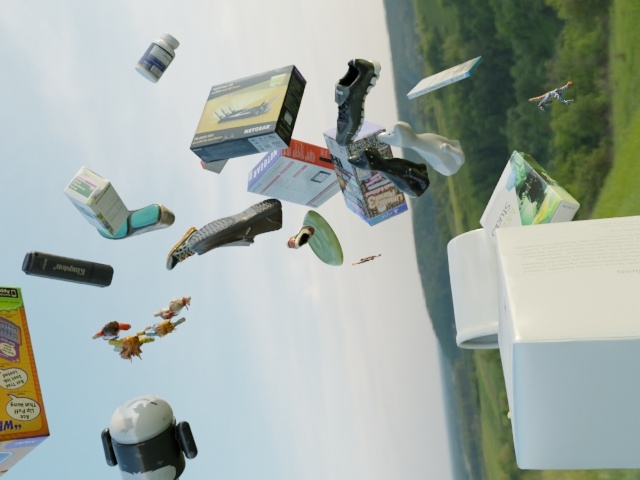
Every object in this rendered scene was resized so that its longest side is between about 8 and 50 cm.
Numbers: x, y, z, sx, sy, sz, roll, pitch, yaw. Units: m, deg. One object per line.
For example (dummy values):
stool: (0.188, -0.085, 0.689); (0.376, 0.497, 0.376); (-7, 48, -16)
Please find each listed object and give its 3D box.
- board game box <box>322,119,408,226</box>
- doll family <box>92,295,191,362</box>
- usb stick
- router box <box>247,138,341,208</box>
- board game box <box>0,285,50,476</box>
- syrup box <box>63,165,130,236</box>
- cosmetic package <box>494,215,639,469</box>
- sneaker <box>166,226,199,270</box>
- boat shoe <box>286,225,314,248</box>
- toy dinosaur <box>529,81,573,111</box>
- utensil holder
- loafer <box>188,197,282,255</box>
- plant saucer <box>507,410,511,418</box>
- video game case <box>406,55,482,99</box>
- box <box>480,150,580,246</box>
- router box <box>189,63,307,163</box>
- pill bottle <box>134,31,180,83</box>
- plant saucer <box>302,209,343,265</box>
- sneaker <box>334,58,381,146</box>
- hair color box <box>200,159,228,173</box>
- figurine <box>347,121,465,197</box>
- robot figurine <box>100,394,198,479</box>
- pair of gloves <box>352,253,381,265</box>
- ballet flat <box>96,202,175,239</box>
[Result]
board game box: (0.146, -0.230, 2.044); (0.232, 0.141, 0.291); (-134, 22, -63)
doll family: (-0.439, 0.235, 1.586); (0.118, 0.263, 0.163); (67, 155, 5)
usb stick: (-0.765, 0.090, 1.897); (0.278, 0.045, 0.077); (17, -90, -46)
router box: (-0.070, -0.240, 2.281); (0.335, 0.301, 0.082); (-32, 50, 57)
board game box: (-0.835, 0.322, 1.261); (0.356, 0.356, 0.356); (12, -134, -52)
syrup box: (-0.634, -0.106, 1.773); (0.096, 0.093, 0.237); (-60, -7, -18)
cosmetic package: (0.533, 0.191, 1.239); (0.393, 0.327, 0.329); (-74, -24, -58)
sneaker: (-0.563, 0.042, 2.576); (0.215, 0.083, 0.084); (-55, -4, -17)
boat shoe: (-0.052, -0.010, 1.904); (0.137, 0.043, 0.049); (-36, -64, -52)
toy dinosaur: (0.514, -0.325, 1.370); (0.047, 0.082, 0.090); (13, -150, -53)
utensil holder: (0.643, 0.181, 2.285); (0.327, 0.328, 0.385); (61, -156, -67)
loafer: (-0.291, -0.022, 2.220); (0.134, 0.366, 0.130); (-123, 11, -65)
plant saucer: (0.789, 0.448, 1.934); (0.081, 0.333, 0.333); (50, -126, 0)
video game case: (0.304, -0.397, 1.516); (0.015, 0.166, 0.119); (61, -140, -17)
box: (0.525, -0.067, 1.597); (0.322, 0.058, 0.232); (-101, 27, -61)
router box: (-0.207, -0.360, 1.782); (0.081, 0.309, 0.243); (45, -131, -46)
pill bottle: (-0.578, -0.655, 2.212); (0.169, 0.094, 0.094); (-57, -17, -6)
plant saucer: (0.000, 0.000, 2.323); (0.241, 0.037, 0.241); (48, 156, 30)
sneaker: (0.070, -0.360, 1.592); (0.106, 0.078, 0.234); (8, -73, -44)
hair color box: (-0.354, -0.306, 2.168); (0.072, 0.141, 0.043); (17, -148, -40)
figurine: (0.203, -0.202, 1.488); (0.215, 0.209, 0.092); (-35, 44, 54)
robot figurine: (-0.452, 0.545, 1.638); (0.174, 0.209, 0.278); (13, 117, 57)
pair of gloves: (0.144, 0.059, 1.933); (0.083, 0.074, 0.010); (-21, -87, -59)
ballet flat: (-0.622, -0.055, 2.110); (0.106, 0.316, 0.107); (15, -108, -58)
